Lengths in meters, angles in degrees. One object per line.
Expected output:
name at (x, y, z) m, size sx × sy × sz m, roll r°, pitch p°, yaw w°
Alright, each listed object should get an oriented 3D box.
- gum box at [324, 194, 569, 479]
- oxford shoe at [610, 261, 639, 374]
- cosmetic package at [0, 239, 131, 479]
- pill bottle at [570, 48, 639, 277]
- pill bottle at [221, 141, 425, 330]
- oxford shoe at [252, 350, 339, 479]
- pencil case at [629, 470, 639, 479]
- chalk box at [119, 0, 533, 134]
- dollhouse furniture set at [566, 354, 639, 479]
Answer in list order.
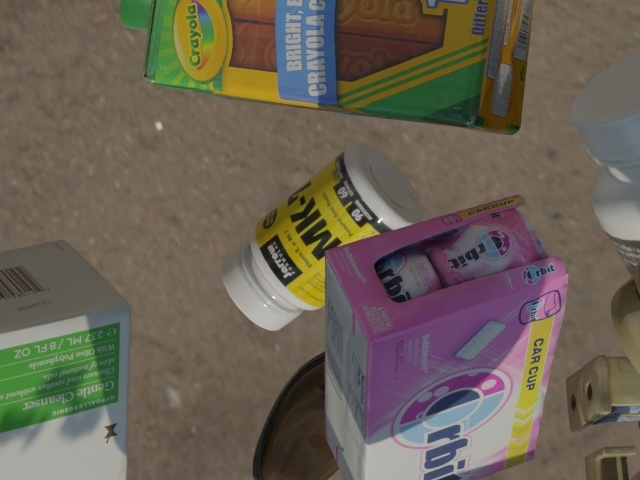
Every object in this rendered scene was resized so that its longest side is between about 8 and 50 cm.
gum box at (0.062, 0.062, 0.861) m, size 0.107 × 0.062 × 0.188 m, roll -18°, pitch 144°, yaw -13°
oxford shoe at (0.271, 0.184, 1.046) m, size 0.146 × 0.140 × 0.397 m, roll -27°, pitch 111°, yaw 19°
cosmetic package at (-0.296, 0.203, 1.523) m, size 0.197 × 0.155 × 0.366 m, roll -14°, pitch 121°, yaw -30°
pill bottle at (0.350, -0.014, 1.440) m, size 0.176 × 0.176 × 0.318 m, roll -33°, pitch 112°, yaw 3°
pill bottle at (0.000, 0.000, 1.751) m, size 0.208 × 0.119 × 0.119 m, roll -39°, pitch 124°, yaw 22°
oxford shoe at (0.029, 0.126, 1.343) m, size 0.083 × 0.096 × 0.227 m, roll 42°, pitch 84°, yaw -11°
pencil case at (0.332, 0.265, 1.398) m, size 0.124 × 0.284 × 0.124 m, roll 0°, pitch 92°, yaw 0°
chalk box at (-0.007, -0.178, 1.106) m, size 0.289 × 0.179 × 0.180 m, roll 8°, pitch 93°, yaw 15°
dollhouse furniture set at (0.362, 0.233, 1.837) m, size 0.129 × 0.184 × 0.129 m, roll 0°, pitch 164°, yaw -8°
